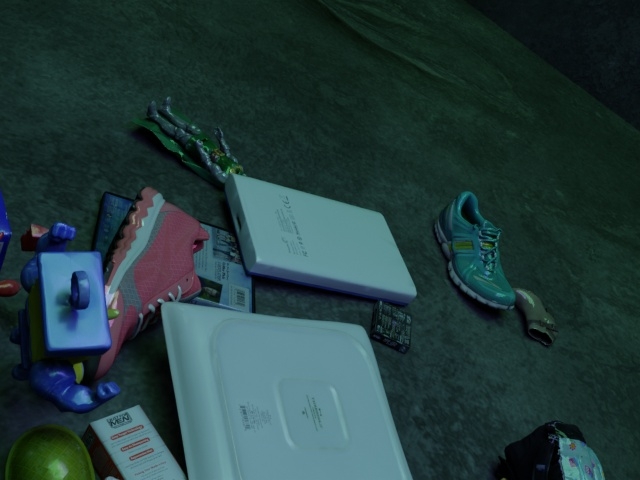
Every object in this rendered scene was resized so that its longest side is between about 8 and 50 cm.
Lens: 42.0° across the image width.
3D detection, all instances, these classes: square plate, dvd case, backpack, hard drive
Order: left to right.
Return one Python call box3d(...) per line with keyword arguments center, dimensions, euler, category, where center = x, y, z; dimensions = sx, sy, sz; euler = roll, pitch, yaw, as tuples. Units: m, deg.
box3d(center=(-0.218, 0.023, 1.263), dimensions=(0.253, 0.022, 0.180), euler=(18, 36, -20), category="dvd case")
box3d(center=(-0.021, 0.234, 1.068), dimensions=(0.344, 0.049, 0.347), euler=(12, 48, -37), category="square plate")
box3d(center=(0.000, 0.000, 1.424), dimensions=(0.319, 0.040, 0.210), euler=(13, 39, -32), category="hard drive")
box3d(center=(0.338, 0.364, 1.177), dimensions=(0.115, 0.152, 0.182), euler=(7, 53, -19), category="backpack")

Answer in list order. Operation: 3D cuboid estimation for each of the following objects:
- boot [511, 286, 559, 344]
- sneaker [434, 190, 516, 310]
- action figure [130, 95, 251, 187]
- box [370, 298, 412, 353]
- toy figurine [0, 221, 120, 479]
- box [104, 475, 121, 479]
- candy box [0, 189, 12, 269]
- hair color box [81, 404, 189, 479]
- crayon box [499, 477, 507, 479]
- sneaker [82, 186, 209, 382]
box3d(center=(0.402, 0.145, 1.582), dimensions=(0.118, 0.042, 0.087), euler=(31, 37, -2), category="boot")
box3d(center=(0.300, 0.018, 1.597), dimensions=(0.107, 0.110, 0.275), euler=(9, 42, -31), category="sneaker")
box3d(center=(-0.206, -0.161, 1.469), dimensions=(0.232, 0.063, 0.137), euler=(41, 32, 5), category="action figure")
box3d(center=(0.118, 0.142, 1.382), dimensions=(0.067, 0.018, 0.083), euler=(25, 35, -10), category="box")
box3d(center=(-0.294, 0.110, 0.845), dimensions=(0.191, 0.217, 0.362), euler=(7, 60, -36), category="toy figurine")
box3d(center=(-0.130, 0.344, 0.811), dimensions=(0.257, 0.128, 0.122), euler=(30, 65, -4), category="box")
box3d(center=(-0.558, -0.088, 1.045), dimensions=(0.268, 0.122, 0.317), euler=(3, 46, -36), category="candy box")
box3d(center=(-0.207, 0.264, 0.956), dimensions=(0.072, 0.043, 0.141), euler=(-13, 56, -47), category="hair color box")
box3d(center=(0.101, 0.409, 0.880), dimensions=(0.083, 0.203, 0.323), euler=(45, 37, 17), category="crayon box")
box3d(center=(-0.226, 0.060, 1.106), dimensions=(0.136, 0.116, 0.313), euler=(26, 45, -14), category="sneaker")
